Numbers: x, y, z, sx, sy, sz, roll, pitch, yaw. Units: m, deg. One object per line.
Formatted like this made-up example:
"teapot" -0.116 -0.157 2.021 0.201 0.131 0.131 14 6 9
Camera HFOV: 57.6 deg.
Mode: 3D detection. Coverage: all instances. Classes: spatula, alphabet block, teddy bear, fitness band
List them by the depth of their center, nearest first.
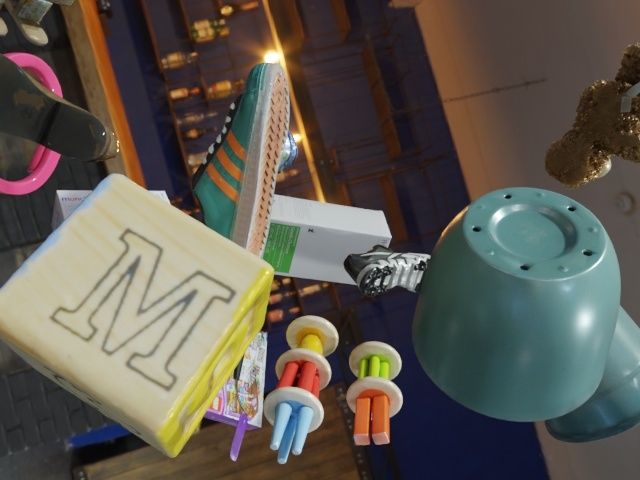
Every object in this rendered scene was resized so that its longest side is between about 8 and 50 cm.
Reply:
"alphabet block" -0.184 0.084 0.614 0.197 0.193 0.192 30 -26 7
"teddy bear" 0.603 -0.244 1.160 0.245 0.113 0.338 38 -73 51
"fitness band" -0.620 -0.238 1.190 0.209 0.054 0.290 37 63 -62
"spatula" -0.181 0.333 1.304 0.084 0.030 0.296 84 3 -63

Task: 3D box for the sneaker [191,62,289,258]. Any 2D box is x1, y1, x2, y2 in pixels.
"sneaker" -0.127 -0.111 0.844 0.108 0.121 0.302 -21 124 -74

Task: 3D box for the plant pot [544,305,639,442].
"plant pot" 0.606 0.241 1.407 0.334 0.341 0.341 55 -10 1

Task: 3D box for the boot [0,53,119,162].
"boot" -0.479 -0.217 0.973 0.305 0.112 0.115 31 2 -1

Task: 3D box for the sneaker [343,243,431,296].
"sneaker" 0.140 0.048 1.111 0.106 0.234 0.078 41 -57 44

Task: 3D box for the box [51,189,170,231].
"box" -0.474 0.000 1.379 0.231 0.262 0.126 60 -43 34

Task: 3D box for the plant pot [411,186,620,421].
"plant pot" 0.283 0.067 0.838 0.293 0.293 0.235 -115 -166 -46

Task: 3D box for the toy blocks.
"toy blocks" 0.014 0.144 0.521 0.148 0.123 0.054 -74 -173 -59

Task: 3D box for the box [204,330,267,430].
"box" -0.250 0.372 1.666 0.201 0.057 0.293 33 44 -38

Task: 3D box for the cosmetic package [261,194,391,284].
"cosmetic package" 0.000 0.000 1.715 0.155 0.366 0.197 -99 -161 -57

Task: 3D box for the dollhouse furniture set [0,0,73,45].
"dollhouse furniture set" -0.440 -0.383 0.846 0.161 0.212 0.242 56 26 11

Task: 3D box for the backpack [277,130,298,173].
"backpack" -0.107 -0.234 1.467 0.114 0.084 0.105 -48 -124 57
